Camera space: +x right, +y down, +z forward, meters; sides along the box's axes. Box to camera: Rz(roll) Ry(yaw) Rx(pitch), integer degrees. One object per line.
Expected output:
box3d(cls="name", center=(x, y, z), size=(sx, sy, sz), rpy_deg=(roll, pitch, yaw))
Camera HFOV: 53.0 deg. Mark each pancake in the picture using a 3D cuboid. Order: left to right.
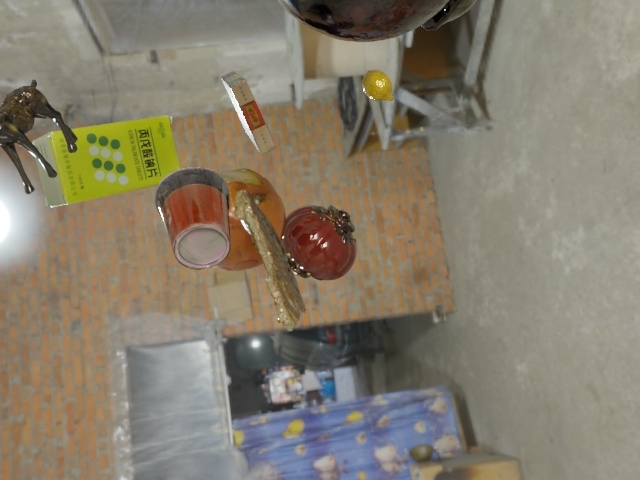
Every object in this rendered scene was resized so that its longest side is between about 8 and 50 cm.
box3d(cls="pancake", center=(-0.090, 0.061, 1.155), size=(0.244, 0.057, 0.266), rpy_deg=(-101, -15, -54))

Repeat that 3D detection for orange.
box3d(cls="orange", center=(-0.197, -0.047, 1.475), size=(0.240, 0.240, 0.240), rpy_deg=(173, 90, -85))

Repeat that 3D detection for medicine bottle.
box3d(cls="medicine bottle", center=(-0.415, -0.158, 1.261), size=(0.141, 0.250, 0.137), rpy_deg=(-2, 103, 53))

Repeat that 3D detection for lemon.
box3d(cls="lemon", center=(0.131, -0.349, 1.456), size=(0.092, 0.065, 0.065), rpy_deg=(52, 166, 14))

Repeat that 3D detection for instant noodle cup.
box3d(cls="instant noodle cup", center=(-0.194, -0.029, 1.009), size=(0.135, 0.127, 0.127), rpy_deg=(-112, 15, -47))

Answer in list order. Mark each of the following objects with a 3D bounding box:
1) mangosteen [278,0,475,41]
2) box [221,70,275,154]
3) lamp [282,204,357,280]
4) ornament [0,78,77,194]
box3d(cls="mangosteen", center=(0.063, -0.395, 0.763), size=(0.330, 0.330, 0.330), rpy_deg=(173, 90, -85))
box3d(cls="box", center=(-0.140, -0.246, 1.211), size=(0.235, 0.034, 0.132), rpy_deg=(-125, 11, -67))
box3d(cls="lamp", center=(0.000, 0.000, 1.727), size=(0.227, 0.227, 0.227), rpy_deg=(173, 90, -85))
box3d(cls="ornament", center=(-0.236, -0.101, 0.476), size=(0.125, 0.028, 0.073), rpy_deg=(55, -140, -37))
